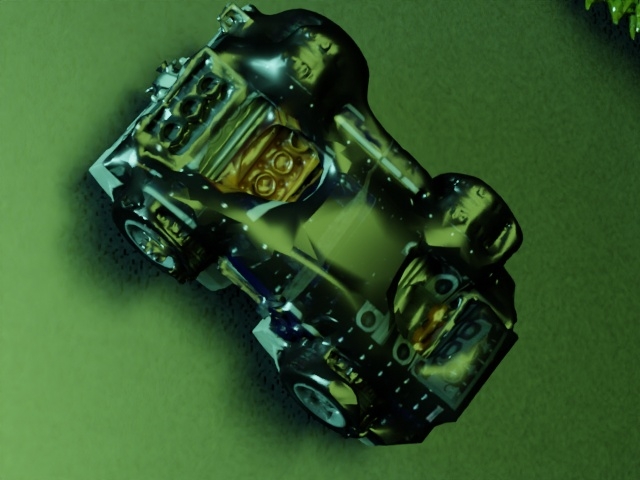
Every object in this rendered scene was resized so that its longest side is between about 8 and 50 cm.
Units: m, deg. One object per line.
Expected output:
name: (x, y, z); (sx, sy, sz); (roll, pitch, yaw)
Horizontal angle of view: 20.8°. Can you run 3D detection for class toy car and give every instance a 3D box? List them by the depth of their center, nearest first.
toy car: (0.000, 0.001, 1.124); (0.301, 0.118, 0.193); (45, 68, -16)

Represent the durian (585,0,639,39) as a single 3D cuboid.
durian: (0.267, -0.261, 1.335); (0.355, 0.157, 0.169); (57, 40, -9)
